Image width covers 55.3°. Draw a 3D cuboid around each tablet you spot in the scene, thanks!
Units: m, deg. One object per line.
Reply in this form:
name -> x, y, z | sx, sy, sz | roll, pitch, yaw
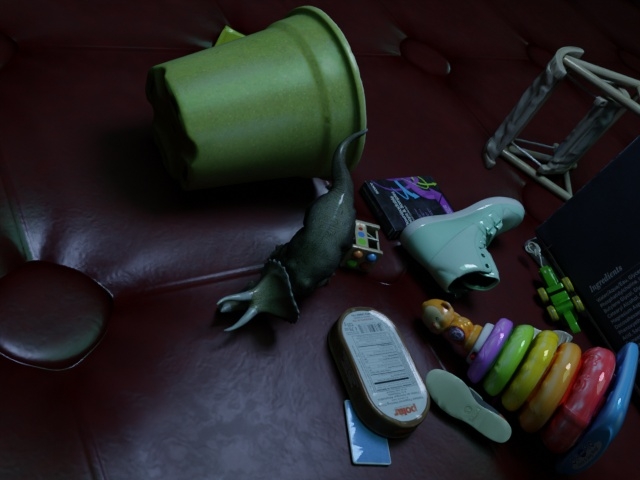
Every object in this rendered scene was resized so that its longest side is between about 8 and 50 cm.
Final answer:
tablet -> 0.060, 0.245, 0.782 | 0.054, 0.006, 0.083 | 10, 49, -21

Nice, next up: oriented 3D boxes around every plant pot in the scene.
plant pot -> -0.112, -0.190, 0.919 | 0.254, 0.276, 0.276 | -20, 62, -26

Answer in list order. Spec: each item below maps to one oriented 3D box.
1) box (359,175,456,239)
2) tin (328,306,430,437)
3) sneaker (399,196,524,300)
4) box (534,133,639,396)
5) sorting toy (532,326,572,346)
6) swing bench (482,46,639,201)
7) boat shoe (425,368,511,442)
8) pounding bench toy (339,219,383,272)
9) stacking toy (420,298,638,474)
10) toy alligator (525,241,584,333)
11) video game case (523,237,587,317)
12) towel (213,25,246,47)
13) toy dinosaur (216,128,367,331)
box -> 0.162, -0.063, 1.093 | 0.162, 0.029, 0.116 | -10, 57, -33
tin -> 0.078, 0.172, 0.830 | 0.106, 0.040, 0.190 | -4, 51, -27
sneaker -> 0.274, 0.017, 1.033 | 0.256, 0.094, 0.151 | -15, 54, -26
box -> 0.730, 0.075, 1.071 | 0.479, 0.297, 0.472 | -6, 56, -33
sorting toy -> 0.354, 0.172, 0.983 | 0.075, 0.045, 0.083 | 32, 42, 12
swing bench -> 0.512, -0.242, 1.279 | 0.254, 0.253, 0.165 | 24, 44, -9
boat shoe -> 0.203, 0.228, 0.850 | 0.137, 0.049, 0.043 | 36, 2, 8
pounding bench toy -> 0.047, 0.008, 0.952 | 0.083, 0.052, 0.065 | 14, 47, -17
stacking toy -> 0.275, 0.172, 0.878 | 0.302, 0.175, 0.166 | 31, 44, 16
toy alligator -> 0.415, 0.088, 1.084 | 0.051, 0.056, 0.190 | 48, 21, -50
video game case -> 0.504, 0.051, 1.183 | 0.190, 0.022, 0.173 | -14, 60, -38
towel -> -0.092, -0.352, 1.217 | 0.237, 0.021, 0.102 | 21, 44, -10
toy dinosaur -> 0.000, 0.000, 0.825 | 0.121, 0.313, 0.160 | 39, 6, -7
